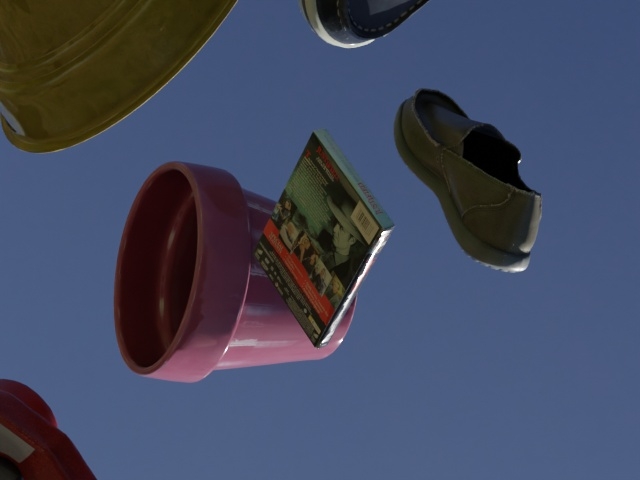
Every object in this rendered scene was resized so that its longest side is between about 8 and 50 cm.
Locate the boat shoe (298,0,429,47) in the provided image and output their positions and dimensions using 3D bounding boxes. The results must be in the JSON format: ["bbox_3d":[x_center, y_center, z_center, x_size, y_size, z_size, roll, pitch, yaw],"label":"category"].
[{"bbox_3d":[0.171,-0.353,1.630,0.500,0.187,0.156,-44,-127,16],"label":"boat shoe"}]

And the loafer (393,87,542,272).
[{"bbox_3d":[0.145,-0.073,1.667,0.087,0.094,0.251,-62,-145,27],"label":"loafer"}]

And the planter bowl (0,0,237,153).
[{"bbox_3d":[-0.133,-0.162,1.014,0.217,0.090,0.217,-30,-143,26],"label":"planter bowl"}]

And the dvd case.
[{"bbox_3d":[0.000,0.000,1.161,0.087,0.013,0.119,55,-40,28],"label":"dvd case"}]

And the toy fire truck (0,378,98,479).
[{"bbox_3d":[-0.286,0.293,1.693,0.254,0.169,0.302,35,-58,8],"label":"toy fire truck"}]

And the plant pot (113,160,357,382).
[{"bbox_3d":[-0.073,0.037,1.680,0.201,0.180,0.201,-28,-122,58],"label":"plant pot"}]
